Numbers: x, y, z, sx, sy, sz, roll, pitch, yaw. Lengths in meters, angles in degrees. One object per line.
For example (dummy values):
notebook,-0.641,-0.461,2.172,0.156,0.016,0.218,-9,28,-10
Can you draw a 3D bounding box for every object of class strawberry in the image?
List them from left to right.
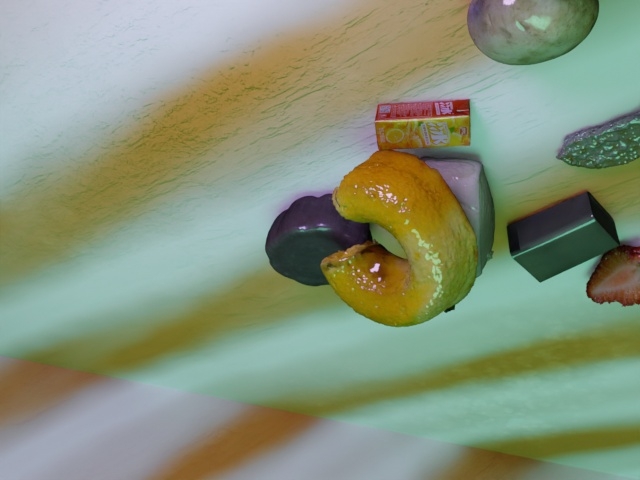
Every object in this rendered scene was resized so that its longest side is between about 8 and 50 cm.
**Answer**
strawberry,0.870,0.094,1.878,0.107,0.175,0.236,-9,-175,-25

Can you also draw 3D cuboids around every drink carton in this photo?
drink carton,0.247,-0.277,1.600,0.223,0.071,0.096,0,138,12

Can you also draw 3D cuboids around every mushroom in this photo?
mushroom,0.409,-0.435,1.289,0.255,0.184,0.255,-10,171,-2

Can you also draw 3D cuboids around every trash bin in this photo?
trash bin,0.655,-0.008,1.803,0.240,0.122,0.164,-29,127,35

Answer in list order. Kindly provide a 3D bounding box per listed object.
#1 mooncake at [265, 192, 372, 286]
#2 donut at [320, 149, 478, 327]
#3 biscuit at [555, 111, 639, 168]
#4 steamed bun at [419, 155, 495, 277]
mooncake,0.000,0.000,1.922,0.306,0.154,0.306,7,141,6
donut,0.182,0.026,1.608,0.377,0.163,0.435,28,129,26
biscuit,0.711,-0.235,1.578,0.290,0.038,0.141,-22,132,35
steamed bun,0.329,-0.022,1.758,0.247,0.236,0.383,3,139,18
